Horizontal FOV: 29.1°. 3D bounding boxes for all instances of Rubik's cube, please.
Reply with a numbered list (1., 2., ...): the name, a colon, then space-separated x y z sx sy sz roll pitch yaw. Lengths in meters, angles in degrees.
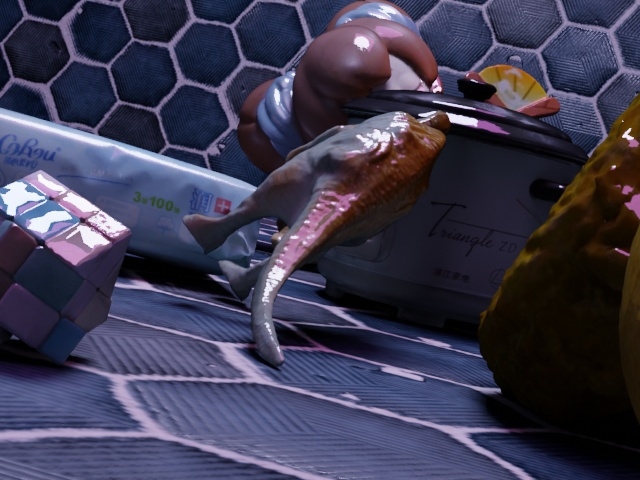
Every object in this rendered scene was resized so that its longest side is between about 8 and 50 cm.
1. Rubik's cube: -0.140 0.019 0.584 0.075 0.084 0.073 17 26 23

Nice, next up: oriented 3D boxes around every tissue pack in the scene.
1. tissue pack: -0.192 -0.043 1.030 0.263 0.089 0.177 18 -6 -18

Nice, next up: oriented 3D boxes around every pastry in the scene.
1. pastry: 0.188 0.002 0.731 0.132 0.240 0.235 29 -6 17

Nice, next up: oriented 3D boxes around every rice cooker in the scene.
1. rice cooker: 0.122 -0.039 1.164 0.241 0.227 0.281 10 5 -43

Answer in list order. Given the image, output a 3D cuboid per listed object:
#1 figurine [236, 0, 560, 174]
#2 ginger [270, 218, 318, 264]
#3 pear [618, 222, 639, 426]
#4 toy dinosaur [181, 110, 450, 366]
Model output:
1. figurine: 0.111 -0.121 1.472 0.388 0.276 0.248 43 -16 9
2. ginger: 0.015 0.004 1.490 0.149 0.065 0.258 15 1 -1
3. pear: 0.221 0.040 0.486 0.209 0.208 0.209 12 3 -1
4. toy dinosaur: -0.006 -0.017 0.877 0.206 0.092 0.393 -25 8 15
